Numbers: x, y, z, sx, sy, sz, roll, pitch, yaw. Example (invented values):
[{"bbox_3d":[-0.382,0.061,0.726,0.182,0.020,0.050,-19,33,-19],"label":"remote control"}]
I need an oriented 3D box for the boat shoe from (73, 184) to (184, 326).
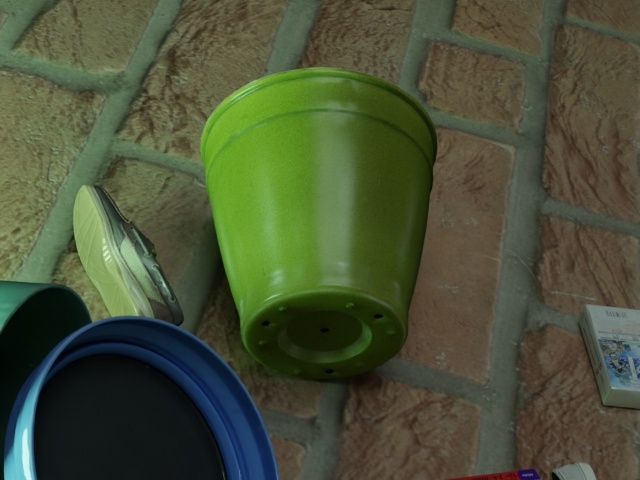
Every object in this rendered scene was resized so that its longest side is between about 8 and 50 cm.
[{"bbox_3d":[-0.288,0.031,2.164,0.092,0.103,0.285,-6,48,-32],"label":"boat shoe"}]

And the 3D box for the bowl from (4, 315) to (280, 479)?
[{"bbox_3d":[-0.211,0.286,1.759,0.391,0.077,0.391,26,51,-38],"label":"bowl"}]

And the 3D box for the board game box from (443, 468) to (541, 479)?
[{"bbox_3d":[0.260,0.403,1.963,0.146,0.045,0.193,-4,44,-23],"label":"board game box"}]

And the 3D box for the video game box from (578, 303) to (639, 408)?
[{"bbox_3d":[0.528,0.189,2.307,0.205,0.048,0.187,7,39,-12],"label":"video game box"}]

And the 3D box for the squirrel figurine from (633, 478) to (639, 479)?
[{"bbox_3d":[0.345,0.507,1.713,0.396,0.281,0.371,-12,66,-21],"label":"squirrel figurine"}]

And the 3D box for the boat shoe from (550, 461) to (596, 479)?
[{"bbox_3d":[0.364,0.382,2.015,0.063,0.066,0.184,-6,45,-5],"label":"boat shoe"}]

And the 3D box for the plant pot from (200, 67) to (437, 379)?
[{"bbox_3d":[0.000,0.000,2.142,0.366,0.366,0.353,8,52,-11],"label":"plant pot"}]

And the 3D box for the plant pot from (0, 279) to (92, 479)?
[{"bbox_3d":[-0.450,0.180,1.799,0.235,0.293,0.293,9,36,19],"label":"plant pot"}]
